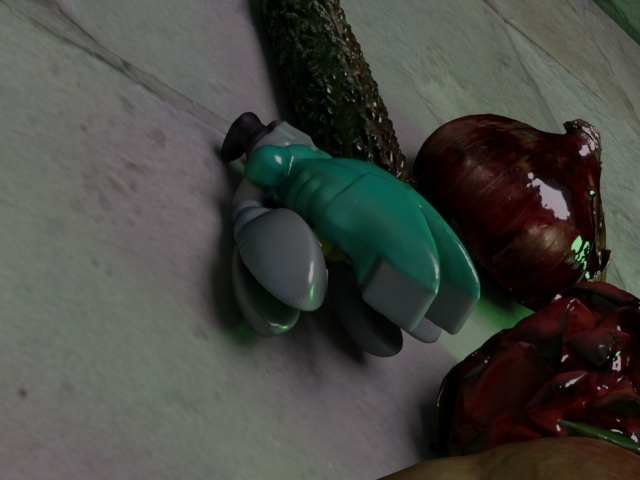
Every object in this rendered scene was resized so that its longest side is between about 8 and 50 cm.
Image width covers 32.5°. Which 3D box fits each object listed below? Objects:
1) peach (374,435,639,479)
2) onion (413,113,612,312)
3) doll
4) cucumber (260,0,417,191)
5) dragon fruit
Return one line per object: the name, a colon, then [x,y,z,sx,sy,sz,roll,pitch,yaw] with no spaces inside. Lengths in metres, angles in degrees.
peach: [0.106,0.230,0.606,0.252,0.252,0.252,38,30,-27]
onion: [0.241,-0.043,1.209,0.272,0.195,0.272,44,18,-18]
doll: [0.018,0.005,0.878,0.195,0.153,0.258,19,22,-21]
cucumber: [0.004,-0.159,1.094,0.096,0.096,0.359,28,33,-40]
dragon fruit: [0.211,0.137,0.928,0.234,0.234,0.293,41,11,-22]
